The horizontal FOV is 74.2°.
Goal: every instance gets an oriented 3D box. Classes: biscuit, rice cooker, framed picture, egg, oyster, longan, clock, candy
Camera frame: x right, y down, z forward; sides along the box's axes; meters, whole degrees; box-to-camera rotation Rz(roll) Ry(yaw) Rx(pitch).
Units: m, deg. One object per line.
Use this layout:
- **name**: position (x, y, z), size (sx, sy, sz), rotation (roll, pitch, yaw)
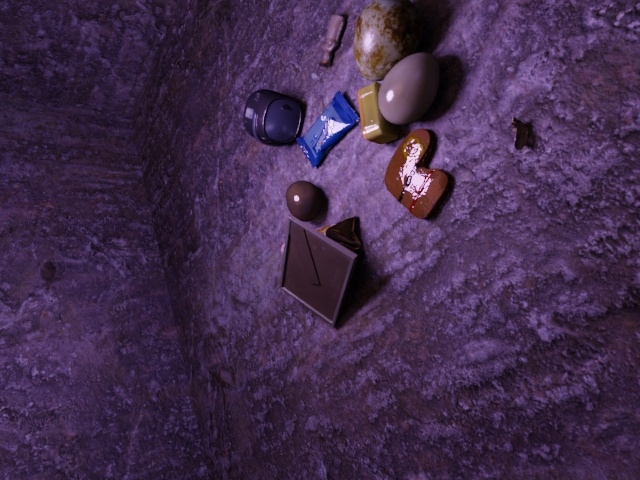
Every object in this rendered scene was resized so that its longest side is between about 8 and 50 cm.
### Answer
- **biscuit**: position (0.353, -0.241, 1.516), size (0.277, 0.052, 0.262), rotation (54, 127, 33)
- **rice cooker**: position (-0.236, -0.586, 2.025), size (0.224, 0.267, 0.267), rotation (31, 112, 44)
- **framed picture**: position (-0.028, 0.136, 1.755), size (0.326, 0.028, 0.446), rotation (33, 137, 20)
- **egg**: position (0.234, -0.717, 1.515), size (0.238, 0.238, 0.290), rotation (44, 128, 39)
- **oyster**: position (0.579, -0.315, 1.260), size (0.083, 0.080, 0.038), rotation (-57, 17, -12)
- **longan**: position (-0.074, -0.178, 1.905), size (0.189, 0.189, 0.189), rotation (0, 90, 48)
- **clock**: position (0.219, -0.477, 1.598), size (0.096, 0.143, 0.203), rotation (-13, 80, 40)
- **candy**: position (0.022, -0.488, 1.869), size (0.331, 0.077, 0.187), rotation (-44, 66, 39)
- **egg**: position (0.309, -0.526, 1.467), size (0.188, 0.188, 0.254), rotation (46, 114, 38)

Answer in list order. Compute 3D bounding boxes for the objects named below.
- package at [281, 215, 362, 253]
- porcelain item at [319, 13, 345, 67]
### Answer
- **package**: position (0.016, 0.029, 1.807), size (0.311, 0.221, 0.165), rotation (-20, 96, 46)
- **porcelain item**: position (0.049, -0.867, 1.852), size (0.084, 0.054, 0.213), rotation (34, 114, 45)
